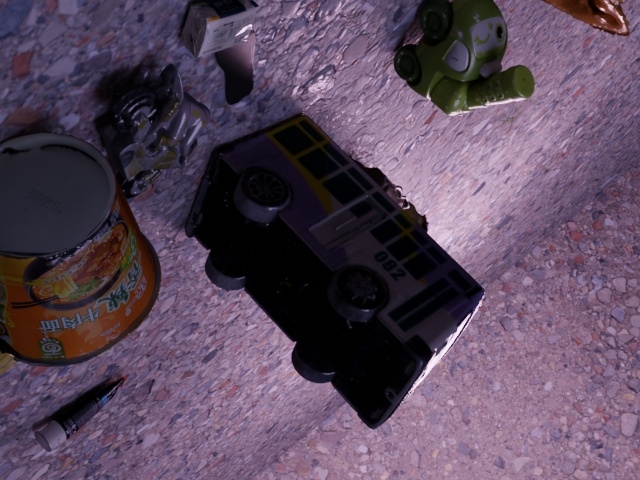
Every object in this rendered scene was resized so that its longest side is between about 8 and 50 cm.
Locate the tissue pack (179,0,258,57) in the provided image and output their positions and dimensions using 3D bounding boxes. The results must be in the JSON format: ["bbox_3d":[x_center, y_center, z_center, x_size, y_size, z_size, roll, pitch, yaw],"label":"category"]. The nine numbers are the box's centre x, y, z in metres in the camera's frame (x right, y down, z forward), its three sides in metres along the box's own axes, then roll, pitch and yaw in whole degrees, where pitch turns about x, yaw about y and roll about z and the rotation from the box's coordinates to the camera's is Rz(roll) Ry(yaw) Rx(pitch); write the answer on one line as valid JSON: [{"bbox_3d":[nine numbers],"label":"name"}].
[{"bbox_3d":[-0.120,-0.258,1.266,0.083,0.042,0.062,-29,159,-37],"label":"tissue pack"}]

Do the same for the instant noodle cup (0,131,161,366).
[{"bbox_3d":[-0.304,0.001,1.211,0.230,0.230,0.182,-35,152,-24],"label":"instant noodle cup"}]

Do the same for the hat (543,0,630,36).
[{"bbox_3d":[0.457,-0.496,1.718,0.233,0.244,0.233,-58,169,1],"label":"hat"}]

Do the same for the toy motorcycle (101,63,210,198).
[{"bbox_3d":[-0.198,-0.139,1.324,0.152,0.073,0.225,-36,162,-24],"label":"toy motorcycle"}]

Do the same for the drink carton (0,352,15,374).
[{"bbox_3d":[-0.451,0.119,1.378,0.084,0.074,0.200,-40,163,-11],"label":"drink carton"}]

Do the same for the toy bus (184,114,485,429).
[{"bbox_3d":[0.028,0.039,1.614,0.249,0.440,0.209,-30,158,-40],"label":"toy bus"}]

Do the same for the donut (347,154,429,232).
[{"bbox_3d":[0.077,0.008,2.008,0.259,0.136,0.345,-62,154,-1],"label":"donut"}]

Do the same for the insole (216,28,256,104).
[{"bbox_3d":[-0.109,-0.235,1.402,0.064,0.004,0.188,-37,161,-16],"label":"insole"}]

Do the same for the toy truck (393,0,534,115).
[{"bbox_3d":[0.231,-0.283,1.720,0.148,0.210,0.187,-25,173,-43],"label":"toy truck"}]

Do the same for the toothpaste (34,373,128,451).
[{"bbox_3d":[-0.424,0.306,1.916,0.193,0.045,0.071,-38,171,-35],"label":"toothpaste"}]
